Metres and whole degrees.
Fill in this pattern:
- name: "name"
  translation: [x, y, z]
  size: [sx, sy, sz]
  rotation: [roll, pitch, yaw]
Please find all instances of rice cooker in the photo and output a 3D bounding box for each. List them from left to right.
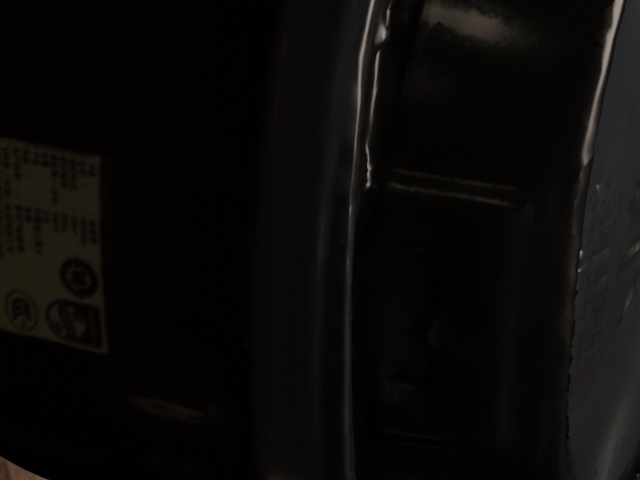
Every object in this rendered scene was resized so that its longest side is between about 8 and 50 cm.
- name: "rice cooker"
  translation: [0.000, -0.043, 0.551]
  size: [0.267, 0.225, 0.267]
  rotation: [14, 90, -71]
